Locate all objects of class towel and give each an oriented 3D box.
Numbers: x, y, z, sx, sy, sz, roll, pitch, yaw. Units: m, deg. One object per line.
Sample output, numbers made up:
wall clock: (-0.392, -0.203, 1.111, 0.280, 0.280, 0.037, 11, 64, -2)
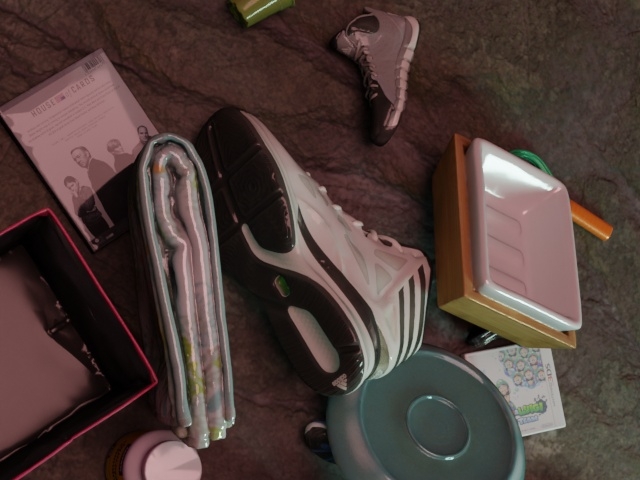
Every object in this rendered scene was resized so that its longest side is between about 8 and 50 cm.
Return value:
towel: (-0.191, 0.059, 1.546, 0.090, 0.320, 0.375, -6, 91, -15)

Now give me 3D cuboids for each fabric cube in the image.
fabric cube: (-0.397, 0.146, 1.501, 0.259, 0.258, 0.254, -33, 95, -23)

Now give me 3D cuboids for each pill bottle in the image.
pill bottle: (-0.217, 0.300, 1.586, 0.103, 0.184, 0.103, 4, 79, -21)

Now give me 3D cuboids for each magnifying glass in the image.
magnifying glass: (0.381, -0.068, 1.973, 0.231, 0.026, 0.092, 30, 71, -13)

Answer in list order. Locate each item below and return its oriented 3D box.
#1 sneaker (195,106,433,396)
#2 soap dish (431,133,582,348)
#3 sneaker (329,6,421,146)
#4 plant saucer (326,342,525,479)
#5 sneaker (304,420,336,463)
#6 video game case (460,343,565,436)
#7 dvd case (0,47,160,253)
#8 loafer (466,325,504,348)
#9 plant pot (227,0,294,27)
sneaker: (0.000, 0.001, 1.767, 0.257, 0.169, 0.448, -14, 71, -50)
soap dish: (0.273, 0.009, 1.805, 0.228, 0.118, 0.291, 24, 49, -30)
sneaker: (0.068, -0.259, 1.854, 0.132, 0.086, 0.229, 19, 65, -13)
plant saucer: (0.162, 0.275, 1.740, 0.317, 0.044, 0.318, 13, 50, -16)
sneaker: (0.074, 0.284, 1.773, 0.211, 0.080, 0.081, 10, 56, -21)
video game case: (0.303, 0.236, 1.892, 0.157, 0.019, 0.143, -8, 84, -22)
dvd case: (-0.315, -0.128, 1.702, 0.179, 0.029, 0.239, -36, 95, -22)
loafer: (0.305, 0.133, 1.889, 0.170, 0.062, 0.061, -26, 96, -22)
plant pot: (-0.095, -0.361, 1.808, 0.079, 0.083, 0.083, -39, 96, -9)
